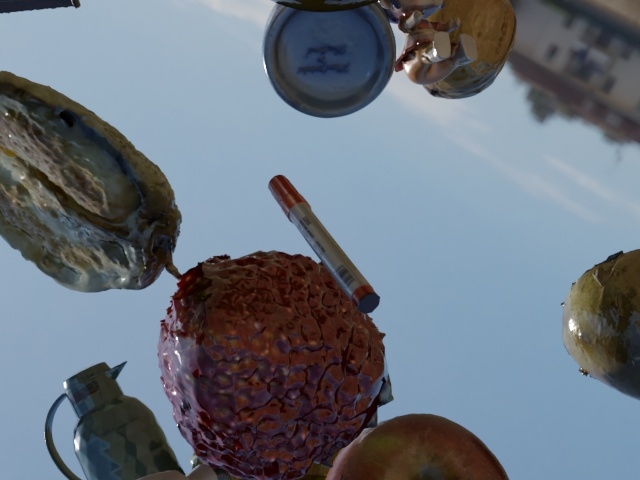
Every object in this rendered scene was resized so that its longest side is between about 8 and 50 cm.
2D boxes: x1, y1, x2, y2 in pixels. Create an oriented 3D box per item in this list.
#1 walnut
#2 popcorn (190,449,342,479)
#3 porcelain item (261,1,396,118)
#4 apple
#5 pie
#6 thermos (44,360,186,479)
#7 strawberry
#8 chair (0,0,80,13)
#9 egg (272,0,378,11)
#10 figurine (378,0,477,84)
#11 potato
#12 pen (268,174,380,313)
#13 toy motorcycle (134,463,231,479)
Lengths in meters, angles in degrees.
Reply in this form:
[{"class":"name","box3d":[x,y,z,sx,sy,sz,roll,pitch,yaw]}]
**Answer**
[{"class":"walnut","box3d":[0.203,-0.286,2.136,0.144,0.180,0.144,31,167,8]},{"class":"popcorn","box3d":[-0.083,0.382,2.367,0.290,0.326,0.321,38,170,20]},{"class":"porcelain item","box3d":[0.009,-0.215,1.679,0.147,0.147,0.114,27,-166,-7]},{"class":"apple","box3d":[0.129,0.370,2.016,0.272,0.251,0.206,29,147,17]},{"class":"pie","box3d":[-0.306,-0.070,1.790,0.339,0.077,0.339,23,145,18]},{"class":"thermos","box3d":[-0.325,0.338,2.403,0.286,0.182,0.145,61,-170,6]},{"class":"strawberry","box3d":[-0.076,0.115,1.735,0.292,0.292,0.343,37,167,38]},{"class":"chair","box3d":[-0.379,-0.306,1.447,0.326,0.175,0.183,-7,-154,12]},{"class":"egg","box3d":[0.027,-0.388,1.527,0.282,0.351,0.282,27,153,15]},{"class":"figurine","box3d":[0.103,-0.273,1.774,0.111,0.102,0.195,3,-116,-37]},{"class":"potato","box3d":[0.493,0.131,2.166,0.299,0.239,0.116,6,-161,5]},{"class":"pen","box3d":[0.000,0.000,1.562,0.028,0.028,0.239,20,-159,-36]},{"class":"toy motorcycle","box3d":[-0.200,0.343,1.640,0.110,0.260,0.171,37,178,28]}]
